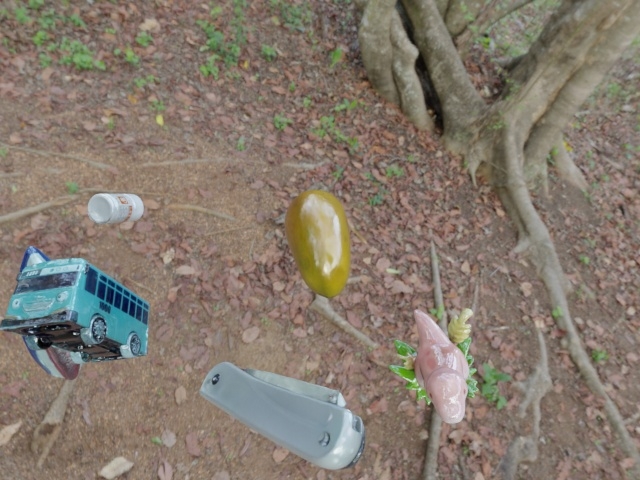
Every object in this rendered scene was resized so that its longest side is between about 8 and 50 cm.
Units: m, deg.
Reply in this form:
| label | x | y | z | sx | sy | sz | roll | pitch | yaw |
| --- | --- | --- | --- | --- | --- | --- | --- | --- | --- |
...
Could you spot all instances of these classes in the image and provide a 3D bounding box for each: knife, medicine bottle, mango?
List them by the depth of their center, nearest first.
| label | x | y | z | sx | sy | sz | roll | pitch | yaw |
| --- | --- | --- | --- | --- | --- | --- | --- | --- | --- |
| knife | -0.057 | 0.191 | 0.501 | 0.041 | 0.266 | 0.073 | 39 | 63 | -36 |
| medicine bottle | -0.387 | -0.061 | 0.812 | 0.057 | 0.057 | 0.089 | 36 | 13 | 7 |
| mango | -0.002 | -0.007 | 0.913 | 0.139 | 0.175 | 0.254 | -18 | 42 | 2 |

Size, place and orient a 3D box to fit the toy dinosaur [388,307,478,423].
| label | x | y | z | sx | sy | sz | roll | pitch | yaw |
| --- | --- | --- | --- | --- | --- | --- | --- | --- | --- |
| toy dinosaur | 0.182 | 0.207 | 0.708 | 0.152 | 0.177 | 0.194 | -5 | 58 | 15 |

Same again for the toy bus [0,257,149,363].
| label | x | y | z | sx | sy | sz | roll | pitch | yaw |
| --- | --- | --- | --- | --- | --- | --- | --- | --- | --- |
| toy bus | -0.267 | 0.083 | 0.489 | 0.079 | 0.160 | 0.091 | -9 | 63 | 4 |

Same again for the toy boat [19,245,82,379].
| label | x | y | z | sx | sy | sz | roll | pitch | yaw |
| --- | --- | --- | --- | --- | --- | --- | --- | --- | --- |
| toy boat | -0.368 | 0.110 | 0.591 | 0.080 | 0.228 | 0.046 | -22 | 46 | -39 |
